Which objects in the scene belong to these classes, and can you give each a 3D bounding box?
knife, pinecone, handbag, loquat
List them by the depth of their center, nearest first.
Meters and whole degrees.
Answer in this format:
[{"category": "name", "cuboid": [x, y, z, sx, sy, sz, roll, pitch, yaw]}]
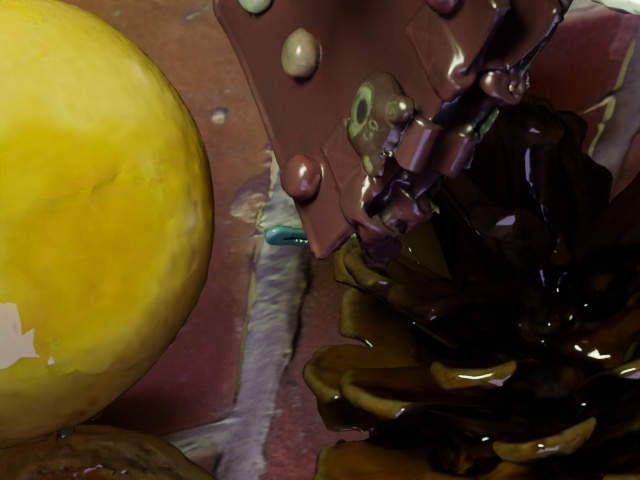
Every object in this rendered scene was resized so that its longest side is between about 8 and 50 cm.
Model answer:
[{"category": "handbag", "cuboid": [0.027, -0.119, 0.971, 0.074, 0.216, 0.203, 4, 141, -30]}, {"category": "loquat", "cuboid": [-0.187, -0.012, 0.984, 0.263, 0.263, 0.263, -17, 148, -11]}, {"category": "pinecone", "cuboid": [0.153, 0.078, 1.246, 0.384, 0.384, 0.384, -17, 148, -11]}, {"category": "knife", "cuboid": [0.000, 0.000, 1.328, 0.096, 0.010, 0.027, 5, 139, -38]}]

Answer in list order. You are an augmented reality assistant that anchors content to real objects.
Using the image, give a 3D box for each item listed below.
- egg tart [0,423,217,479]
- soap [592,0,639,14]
[{"category": "egg tart", "cuboid": [-0.172, 0.271, 1.462, 0.290, 0.115, 0.290, 0, 106, 0]}, {"category": "soap", "cuboid": [0.163, -0.276, 0.612, 0.213, 0.435, 0.350, -11, 143, -29]}]
